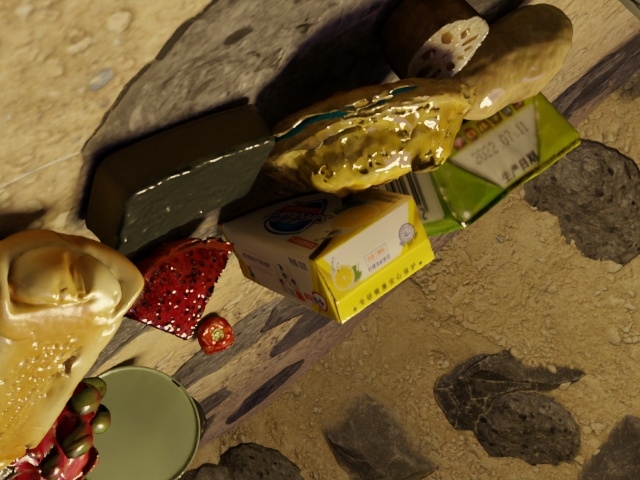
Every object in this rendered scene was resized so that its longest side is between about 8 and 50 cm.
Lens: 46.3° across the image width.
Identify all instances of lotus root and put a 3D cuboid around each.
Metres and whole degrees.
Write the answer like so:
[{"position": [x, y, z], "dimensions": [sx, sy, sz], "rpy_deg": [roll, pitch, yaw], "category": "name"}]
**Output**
[{"position": [0.128, -0.242, 0.888], "dimensions": [0.112, 0.081, 0.122], "rpy_deg": [-25, 162, -41], "category": "lotus root"}]

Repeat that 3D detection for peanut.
[{"position": [0.276, -0.264, 1.119], "dimensions": [0.224, 0.129, 0.129], "rpy_deg": [-31, 166, -8], "category": "peanut"}]

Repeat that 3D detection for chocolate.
[{"position": [0.224, -0.125, 1.262], "dimensions": [0.288, 0.137, 0.301], "rpy_deg": [-33, -171, -24], "category": "chocolate"}]

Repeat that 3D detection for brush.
[{"position": [-0.144, -0.064, 0.787], "dimensions": [0.197, 0.059, 0.123], "rpy_deg": [-30, 163, -36], "category": "brush"}]

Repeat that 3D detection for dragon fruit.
[{"position": [-0.206, 0.045, 0.989], "dimensions": [0.127, 0.120, 0.161], "rpy_deg": [40, 73, -38], "category": "dragon fruit"}, {"position": [-0.368, 0.252, 0.964], "dimensions": [0.272, 0.198, 0.218], "rpy_deg": [-7, 117, -45], "category": "dragon fruit"}]

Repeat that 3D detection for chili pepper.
[{"position": [-0.207, 0.187, 1.487], "dimensions": [0.073, 0.070, 0.123], "rpy_deg": [8, 163, -5], "category": "chili pepper"}]

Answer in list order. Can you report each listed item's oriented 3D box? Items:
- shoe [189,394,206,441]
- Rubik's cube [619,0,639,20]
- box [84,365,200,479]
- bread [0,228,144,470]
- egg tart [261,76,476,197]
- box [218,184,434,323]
[{"position": [-0.439, 0.500, 1.678], "dimensions": [0.384, 0.171, 0.237], "rpy_deg": [-28, 157, -36], "category": "shoe"}, {"position": [0.493, -0.404, 0.949], "dimensions": [0.259, 0.260, 0.255], "rpy_deg": [-47, 166, 22], "category": "Rubik's cube"}, {"position": [-0.340, 0.355, 1.326], "dimensions": [0.226, 0.226, 0.149], "rpy_deg": [-30, 164, -36], "category": "box"}, {"position": [-0.322, 0.116, 0.739], "dimensions": [0.172, 0.121, 0.311], "rpy_deg": [9, 127, -52], "category": "bread"}, {"position": [0.063, -0.112, 0.907], "dimensions": [0.290, 0.107, 0.291], "rpy_deg": [-17, 177, -1], "category": "egg tart"}, {"position": [0.000, 0.000, 1.010], "dimensions": [0.168, 0.097, 0.265], "rpy_deg": [-32, -154, -23], "category": "box"}]
